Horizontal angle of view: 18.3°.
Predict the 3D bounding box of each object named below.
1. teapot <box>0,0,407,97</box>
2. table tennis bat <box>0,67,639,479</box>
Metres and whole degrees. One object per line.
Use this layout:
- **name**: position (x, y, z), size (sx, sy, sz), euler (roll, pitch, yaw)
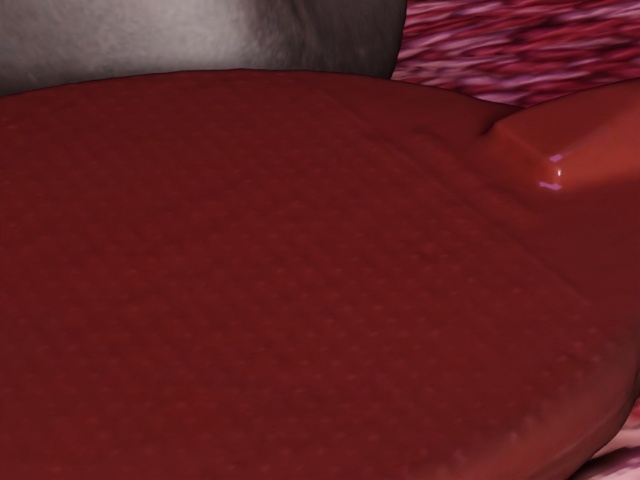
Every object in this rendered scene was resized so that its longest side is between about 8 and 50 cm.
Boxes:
- **teapot**: position (-0.127, -0.121, 0.672), size (0.285, 0.223, 0.305), euler (-14, 19, 21)
- **table tennis bat**: position (0.000, 0.000, 0.433), size (0.310, 0.038, 0.200), euler (-14, 31, -22)
